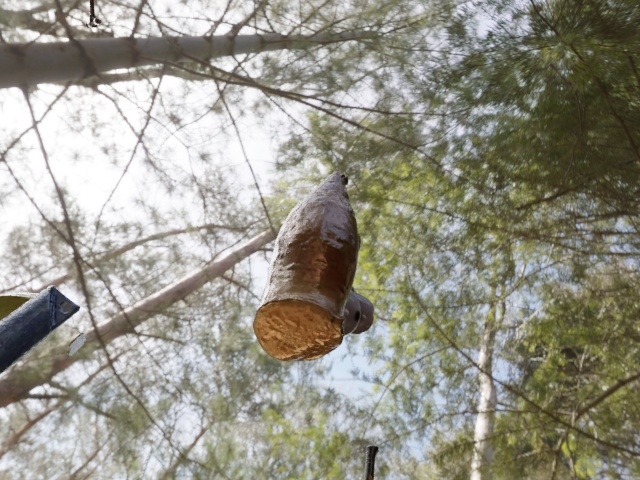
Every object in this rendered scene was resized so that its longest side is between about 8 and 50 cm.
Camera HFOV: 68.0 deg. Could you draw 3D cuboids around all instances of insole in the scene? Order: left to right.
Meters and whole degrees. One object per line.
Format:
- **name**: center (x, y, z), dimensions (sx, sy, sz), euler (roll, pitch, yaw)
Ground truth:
- **insole**: center (-0.693, 0.296, 1.349), dimensions (0.006, 0.065, 0.193), euler (42, -34, -5)

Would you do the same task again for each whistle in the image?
- **whistle**: center (-0.454, 0.170, 0.615), dimensions (0.062, 0.304, 0.062), euler (16, -50, 20)

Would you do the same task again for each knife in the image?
- **knife**: center (0.118, 0.557, 1.020), dimensions (0.060, 0.230, 0.028), euler (-1, -49, 12)

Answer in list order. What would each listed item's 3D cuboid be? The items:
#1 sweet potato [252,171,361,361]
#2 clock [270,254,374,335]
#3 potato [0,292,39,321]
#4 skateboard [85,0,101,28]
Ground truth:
- **sweet potato**: center (-0.003, 0.000, 0.679), dimensions (0.131, 0.336, 0.131), euler (7, -39, 6)
- **clock**: center (0.008, 0.107, 0.950), dimensions (0.189, 0.254, 0.188), euler (-7, -67, -18)
- **potato**: center (-0.620, 0.139, 0.956), dimensions (0.121, 0.081, 0.149), euler (15, -16, -13)
- **skateboard**: center (-0.150, -0.167, 0.269), dimensions (0.032, 0.064, 0.083), euler (22, -63, 47)
